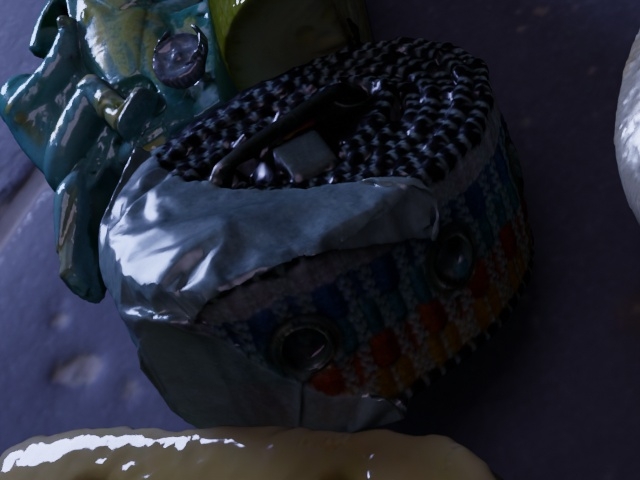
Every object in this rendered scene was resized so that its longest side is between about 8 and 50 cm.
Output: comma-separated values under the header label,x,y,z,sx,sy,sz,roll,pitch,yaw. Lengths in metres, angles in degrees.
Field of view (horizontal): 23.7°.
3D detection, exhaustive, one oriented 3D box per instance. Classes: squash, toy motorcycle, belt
label,x,y,z,sx,sy,sz,roll,pitch,yaw
squash,-0.033,-0.209,1.010,0.093,0.169,0.252,-16,58,10
toy motorcycle,-0.138,-0.099,1.044,0.198,0.109,0.296,-21,54,16
belt,0.000,0.000,0.861,0.257,0.150,0.207,-37,34,-23

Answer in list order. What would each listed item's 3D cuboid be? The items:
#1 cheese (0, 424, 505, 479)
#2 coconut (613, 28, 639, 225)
label,x,y,z,sx,sy,sz,roll,pitch,yaw
cheese,-0.084,0.227,0.794,0.384,0.104,0.383,-24,46,27
coconut,0.273,-0.054,0.735,0.245,0.247,0.245,-12,57,19
